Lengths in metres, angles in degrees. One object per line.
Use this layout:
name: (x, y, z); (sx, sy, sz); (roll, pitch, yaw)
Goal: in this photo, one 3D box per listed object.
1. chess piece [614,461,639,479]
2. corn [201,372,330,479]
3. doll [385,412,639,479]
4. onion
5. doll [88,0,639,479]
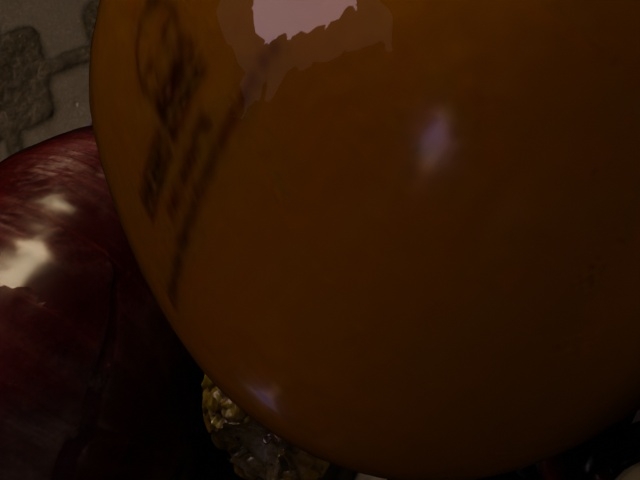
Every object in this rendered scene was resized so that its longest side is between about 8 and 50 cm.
chess piece: (0.156, 0.016, 0.358); (0.200, 0.090, 0.090); (-53, 14, -13)
corn: (0.000, 0.000, 0.790); (0.106, 0.106, 0.293); (-38, 28, 54)
doll: (0.065, 0.096, 0.488); (0.248, 0.088, 0.127); (-54, -5, -6)
onion: (-0.185, 0.074, 0.862); (0.347, 0.286, 0.347); (-61, -13, -25)
doll: (0.060, -0.040, 0.417); (0.213, 0.236, 0.213); (21, 115, 55)
